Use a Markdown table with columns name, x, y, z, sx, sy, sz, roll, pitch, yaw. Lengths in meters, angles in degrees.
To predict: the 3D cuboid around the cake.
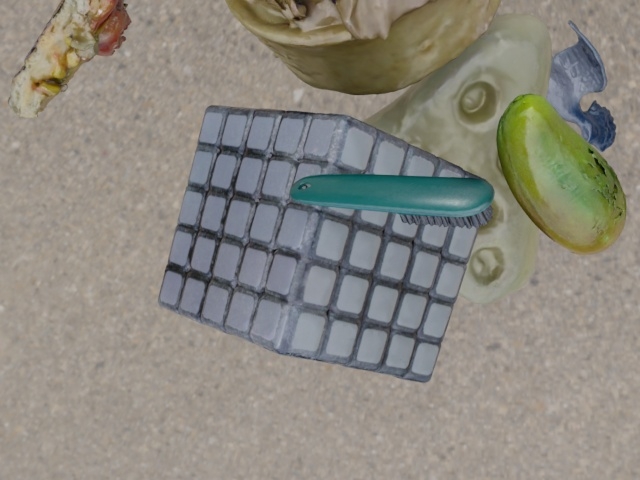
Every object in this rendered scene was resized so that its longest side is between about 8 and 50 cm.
| name | x | y | z | sx | sy | sz | roll | pitch | yaw |
| --- | --- | --- | --- | --- | --- | --- | --- | --- | --- |
| cake | 0.018 | -0.352 | 0.966 | 0.332 | 0.332 | 0.321 | -13 | 155 | 19 |

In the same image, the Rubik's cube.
| name | x | y | z | sx | sy | sz | roll | pitch | yaw |
| --- | --- | --- | --- | --- | --- | --- | --- | --- | --- |
| Rubik's cube | 0.000 | 0.000 | 0.991 | 0.237 | 0.237 | 0.238 | 15 | 91 | -43 |

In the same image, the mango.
| name | x | y | z | sx | sy | sz | roll | pitch | yaw |
| --- | --- | --- | --- | --- | --- | --- | --- | --- | --- |
| mango | 0.277 | -0.070 | 1.067 | 0.111 | 0.125 | 0.233 | -43 | 124 | -6 |

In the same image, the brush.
| name | x | y | z | sx | sy | sz | roll | pitch | yaw |
| --- | --- | --- | --- | --- | --- | --- | --- | --- | --- |
| brush | 0.059 | -0.033 | 0.788 | 0.193 | 0.043 | 0.032 | 4 | 139 | 34 |

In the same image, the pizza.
| name | x | y | z | sx | sy | sz | roll | pitch | yaw |
| --- | --- | --- | --- | --- | --- | --- | --- | --- | --- |
| pizza | -0.360 | -0.423 | 1.582 | 0.130 | 0.440 | 0.406 | 32 | 139 | -18 |

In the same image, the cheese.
| name | x | y | z | sx | sy | sz | roll | pitch | yaw |
| --- | --- | --- | --- | --- | --- | --- | --- | --- | --- |
| cheese | 0.228 | -0.095 | 1.270 | 0.351 | 0.129 | 0.328 | -38 | 99 | 8 |

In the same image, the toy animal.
| name | x | y | z | sx | sy | sz | roll | pitch | yaw |
| --- | --- | --- | --- | --- | --- | --- | --- | --- | --- |
| toy animal | 0.370 | -0.250 | 1.489 | 0.239 | 0.176 | 0.255 | -24 | 83 | 60 |
